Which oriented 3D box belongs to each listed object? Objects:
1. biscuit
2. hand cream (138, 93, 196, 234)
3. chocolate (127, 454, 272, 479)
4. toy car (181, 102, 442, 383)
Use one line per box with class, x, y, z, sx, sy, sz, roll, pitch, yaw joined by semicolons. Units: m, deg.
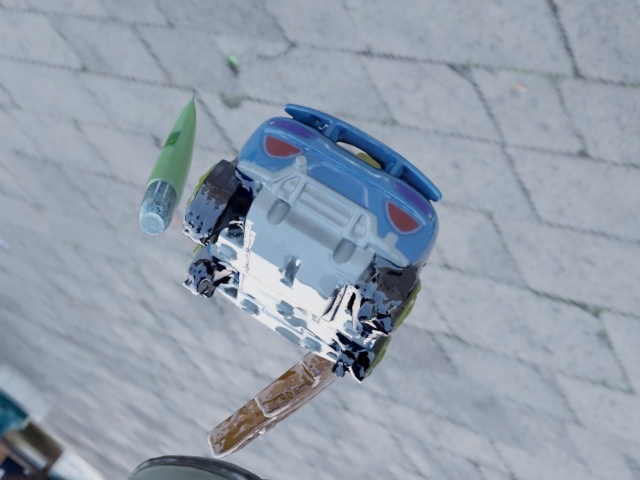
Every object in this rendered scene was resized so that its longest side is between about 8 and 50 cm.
biscuit;0.003;0.148;1.434;0.043;0.284;0.306;52;138;7
hand cream;-0.182;-0.087;1.498;0.046;0.175;0.095;13;143;-2
chocolate;-0.084;0.307;1.155;0.283;0.186;0.283;23;168;5
toy car;0.000;0.000;1.057;0.198;0.166;0.314;31;161;6
